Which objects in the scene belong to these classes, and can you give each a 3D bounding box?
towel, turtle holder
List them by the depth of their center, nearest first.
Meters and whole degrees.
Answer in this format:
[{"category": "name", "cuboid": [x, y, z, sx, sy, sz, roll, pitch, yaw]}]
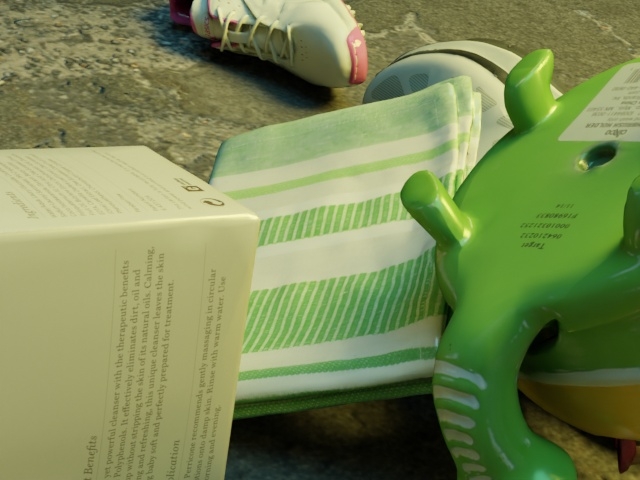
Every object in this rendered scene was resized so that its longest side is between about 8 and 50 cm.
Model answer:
[{"category": "turtle holder", "cuboid": [0.202, 0.028, 0.721, 0.243, 0.227, 0.320, -18, 30, 29]}, {"category": "towel", "cuboid": [0.000, 0.000, 0.895, 0.248, 0.038, 0.324, -12, 40, 20]}]

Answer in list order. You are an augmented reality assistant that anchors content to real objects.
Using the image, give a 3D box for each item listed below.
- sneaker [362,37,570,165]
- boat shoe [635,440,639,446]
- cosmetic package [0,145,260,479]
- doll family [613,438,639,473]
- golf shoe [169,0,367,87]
[{"category": "sneaker", "cuboid": [0.107, -0.049, 1.026, 0.258, 0.169, 0.447, -21, 32, -24]}, {"category": "boat shoe", "cuboid": [0.300, 0.132, 0.888, 0.224, 0.073, 0.080, 20, 34, 14]}, {"category": "cosmetic package", "cuboid": [-0.231, 0.061, 0.637, 0.366, 0.196, 0.155, -3, 22, -36]}, {"category": "doll family", "cuboid": [0.284, 0.203, 0.752, 0.163, 0.118, 0.263, -3, 26, 9]}, {"category": "golf shoe", "cuboid": [-0.065, -0.242, 1.345, 0.140, 0.115, 0.306, -21, 37, -27]}]
